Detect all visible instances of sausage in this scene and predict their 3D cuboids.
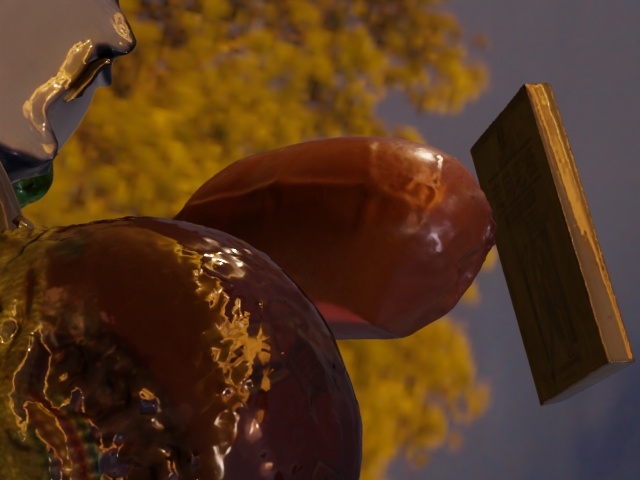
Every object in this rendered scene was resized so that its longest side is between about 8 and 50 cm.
[{"bbox_3d":[-0.001,-0.002,1.183,0.258,0.133,0.133,-8,-113,46],"label":"sausage"}]

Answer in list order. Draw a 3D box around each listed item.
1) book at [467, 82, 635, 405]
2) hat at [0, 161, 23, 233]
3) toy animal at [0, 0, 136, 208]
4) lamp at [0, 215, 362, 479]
[{"bbox_3d":[0.180,0.006,1.466,0.161,0.026,0.230,128,-50,-69],"label":"book"},{"bbox_3d":[-0.226,0.020,0.910,0.149,0.214,0.244,-50,170,-19],"label":"hat"},{"bbox_3d":[-0.258,-0.099,1.179,0.267,0.213,0.212,-31,-134,49],"label":"toy animal"},{"bbox_3d":[-0.068,0.070,0.618,0.135,0.157,0.156,-7,97,-66],"label":"lamp"}]
